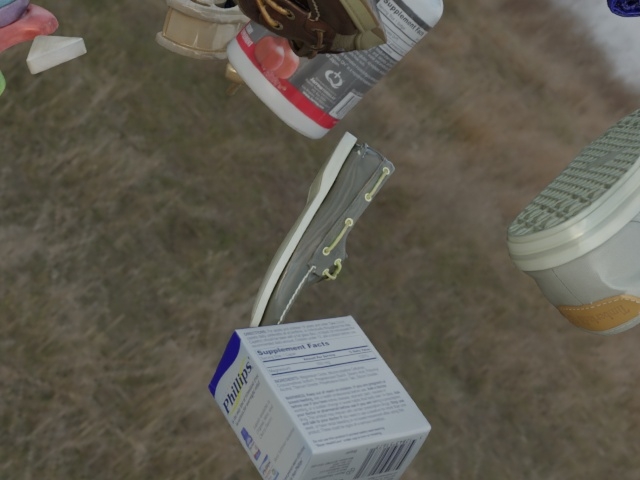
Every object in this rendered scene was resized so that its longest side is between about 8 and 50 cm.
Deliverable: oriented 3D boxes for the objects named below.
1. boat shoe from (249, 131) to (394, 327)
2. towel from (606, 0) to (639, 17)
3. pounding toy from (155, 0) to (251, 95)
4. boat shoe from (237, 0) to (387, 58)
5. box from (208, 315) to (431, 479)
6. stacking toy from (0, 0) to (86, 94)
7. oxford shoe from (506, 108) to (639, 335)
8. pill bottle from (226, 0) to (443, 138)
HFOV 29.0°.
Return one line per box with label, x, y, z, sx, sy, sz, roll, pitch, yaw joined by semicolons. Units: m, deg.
boat shoe;0.001;-0.001;1.693;0.091;0.305;0.109;29;-13;-6
towel;0.593;-0.479;2.110;0.227;0.076;0.308;7;41;-1
pounding toy;-0.190;-0.313;1.924;0.154;0.155;0.269;7;29;-24
boat shoe;-0.018;-0.232;1.145;0.342;0.123;0.123;8;64;-83
box;-0.003;0.138;1.029;0.126;0.072;0.137;-4;44;-38
stacking toy;-0.505;-0.297;1.714;0.279;0.309;0.130;24;-42;43
oxford shoe;0.324;-0.048;1.162;0.449;0.169;0.130;-38;101;-43
pill bottle;0.044;-0.298;1.591;0.176;0.318;0.176;43;13;-12
